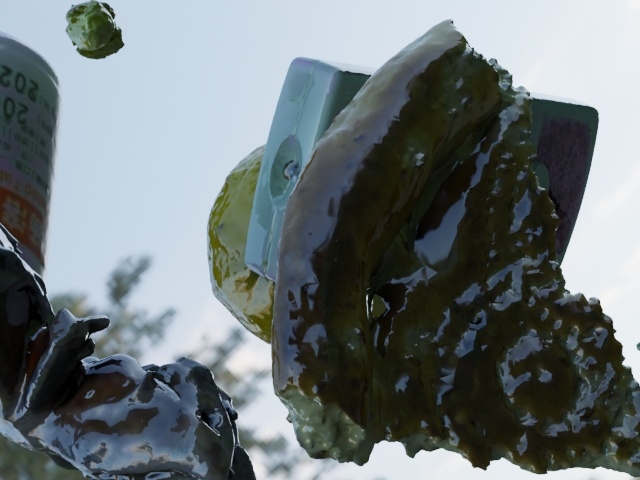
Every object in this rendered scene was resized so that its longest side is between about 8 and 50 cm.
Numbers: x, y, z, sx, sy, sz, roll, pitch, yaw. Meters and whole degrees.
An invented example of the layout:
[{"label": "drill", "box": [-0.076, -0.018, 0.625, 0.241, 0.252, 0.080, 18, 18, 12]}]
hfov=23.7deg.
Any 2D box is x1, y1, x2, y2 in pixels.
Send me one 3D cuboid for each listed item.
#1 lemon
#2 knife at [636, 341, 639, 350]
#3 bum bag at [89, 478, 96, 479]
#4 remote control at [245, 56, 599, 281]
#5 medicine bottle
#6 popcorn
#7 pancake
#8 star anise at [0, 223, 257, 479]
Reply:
[{"label": "lemon", "box": [0.000, 0.000, 1.297, 0.192, 0.192, 0.231, -51, -7, 17]}, {"label": "knife", "box": [0.354, 0.061, 1.282, 0.207, 0.014, 0.030, -24, -3, 39]}, {"label": "bum bag", "box": [-0.195, 0.316, 1.359, 0.102, 0.069, 0.248, 113, 163, -73]}, {"label": "remote control", "box": [0.085, -0.042, 1.066, 0.344, 0.050, 0.145, 1, -74, -52]}, {"label": "medicine bottle", "box": [-0.382, -0.010, 1.535, 0.219, 0.388, 0.219, 0, -31, 0]}, {"label": "popcorn", "box": [-0.263, -0.243, 1.767, 0.059, 0.068, 0.083, -26, -44, 13]}, {"label": "pancake", "box": [0.091, 0.023, 0.814, 0.266, 0.244, 0.057, -53, -6, -24]}, {"label": "star anise", "box": [-0.144, 0.085, 0.935, 0.111, 0.257, 0.198, -60, -1, -25]}]
